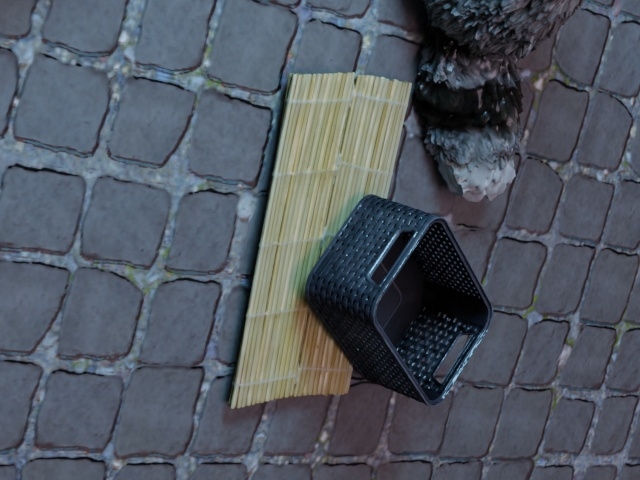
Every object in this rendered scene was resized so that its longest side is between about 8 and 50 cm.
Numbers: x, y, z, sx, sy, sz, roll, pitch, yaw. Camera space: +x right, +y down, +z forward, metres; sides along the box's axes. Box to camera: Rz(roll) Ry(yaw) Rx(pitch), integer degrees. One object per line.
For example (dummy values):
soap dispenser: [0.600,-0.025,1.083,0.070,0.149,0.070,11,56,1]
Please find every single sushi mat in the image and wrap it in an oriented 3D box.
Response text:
sushi mat: [0.000,0.000,1.344,0.151,0.019,0.316,1,105,-42]

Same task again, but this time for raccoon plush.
raccoon plush: [0.236,-0.227,1.273,0.216,0.299,0.446,-33,125,-28]

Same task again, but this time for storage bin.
storage bin: [0.076,0.057,1.366,0.122,0.084,0.180,-55,140,-19]
